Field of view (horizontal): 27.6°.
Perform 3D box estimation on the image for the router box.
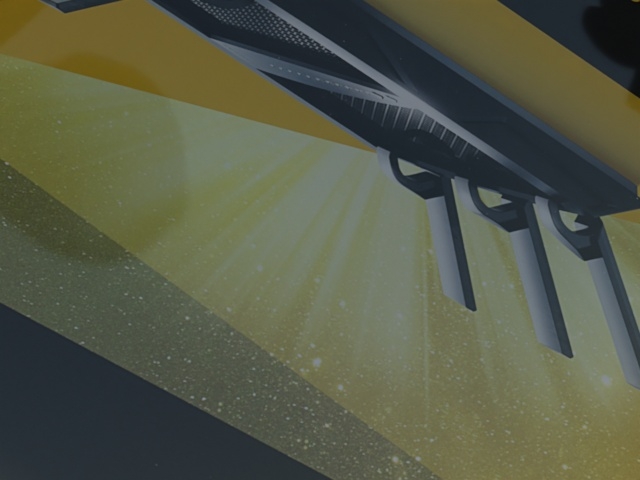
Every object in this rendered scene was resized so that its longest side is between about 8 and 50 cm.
[{"bbox_3d":[0.000,0.000,0.378,0.243,0.309,0.081,-56,-5,-21],"label":"router box"}]
